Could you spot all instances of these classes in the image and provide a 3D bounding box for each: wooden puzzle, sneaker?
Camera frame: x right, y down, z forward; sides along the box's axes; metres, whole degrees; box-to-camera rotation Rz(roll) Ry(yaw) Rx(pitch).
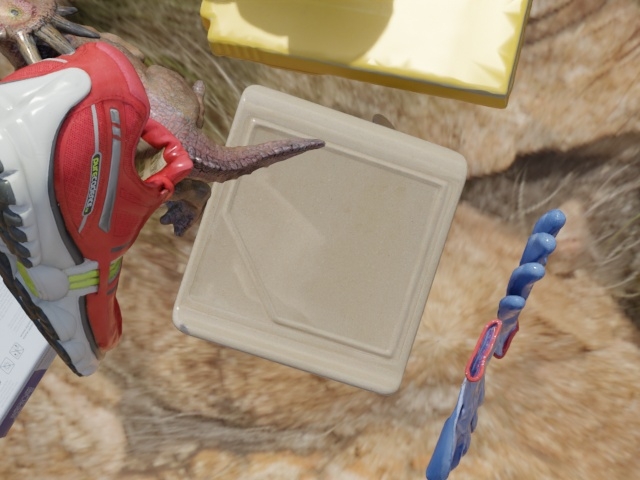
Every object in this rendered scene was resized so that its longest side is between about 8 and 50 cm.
[{"bbox_3d":[0.000,0.000,1.406,0.221,0.044,0.238,18,84,-9],"label":"wooden puzzle"},{"bbox_3d":[-0.123,-0.013,0.847,0.118,0.279,0.107,-34,74,-16],"label":"sneaker"}]

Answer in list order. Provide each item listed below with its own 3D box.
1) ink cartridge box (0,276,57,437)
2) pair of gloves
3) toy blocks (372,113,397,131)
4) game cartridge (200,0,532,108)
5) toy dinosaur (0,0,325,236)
[{"bbox_3d":[-0.361,0.055,1.591,0.224,0.045,0.223,36,99,14],"label":"ink cartridge box"},{"bbox_3d":[0.121,0.075,1.056,0.023,0.159,0.198,23,59,10],"label":"pair of gloves"},{"bbox_3d":[0.033,-0.046,1.618,0.148,0.054,0.123,-31,95,22],"label":"toy blocks"},{"bbox_3d":[0.061,-0.294,1.561,0.324,0.052,0.285,12,74,11],"label":"game cartridge"},{"bbox_3d":[-0.146,-0.094,1.043,0.296,0.200,0.127,24,80,0],"label":"toy dinosaur"}]
